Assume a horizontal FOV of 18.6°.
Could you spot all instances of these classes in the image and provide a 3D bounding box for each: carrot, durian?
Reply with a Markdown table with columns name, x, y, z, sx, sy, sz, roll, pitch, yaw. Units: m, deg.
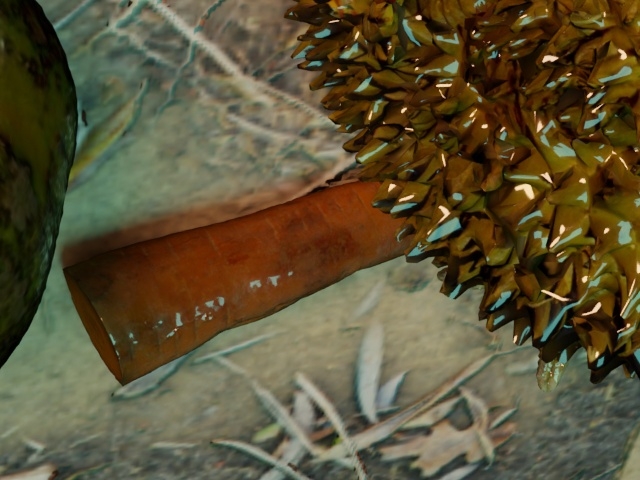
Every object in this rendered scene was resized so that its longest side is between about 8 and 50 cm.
| name | x | y | z | sx | sy | sz | roll | pitch | yaw |
| --- | --- | --- | --- | --- | --- | --- | --- | --- | --- |
| carrot | 0.000 | 0.000 | 0.857 | 0.224 | 0.057 | 0.057 | -21 | 138 | -19 |
| durian | 0.131 | -0.078 | 0.718 | 0.293 | 0.258 | 0.258 | -11 | 138 | 2 |

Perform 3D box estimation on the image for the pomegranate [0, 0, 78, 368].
| name | x | y | z | sx | sy | sz | roll | pitch | yaw |
| --- | --- | --- | --- | --- | --- | --- | --- | --- | --- |
| pomegranate | -0.201 | -0.025 | 0.632 | 0.222 | 0.276 | 0.204 | 17 | 83 | -18 |

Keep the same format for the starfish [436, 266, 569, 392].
| name | x | y | z | sx | sy | sz | roll | pitch | yaw |
| --- | --- | --- | --- | --- | --- | --- | --- | --- | --- |
| starfish | 0.160 | -0.018 | 0.918 | 0.208 | 0.053 | 0.176 | -46 | 133 | 15 |
